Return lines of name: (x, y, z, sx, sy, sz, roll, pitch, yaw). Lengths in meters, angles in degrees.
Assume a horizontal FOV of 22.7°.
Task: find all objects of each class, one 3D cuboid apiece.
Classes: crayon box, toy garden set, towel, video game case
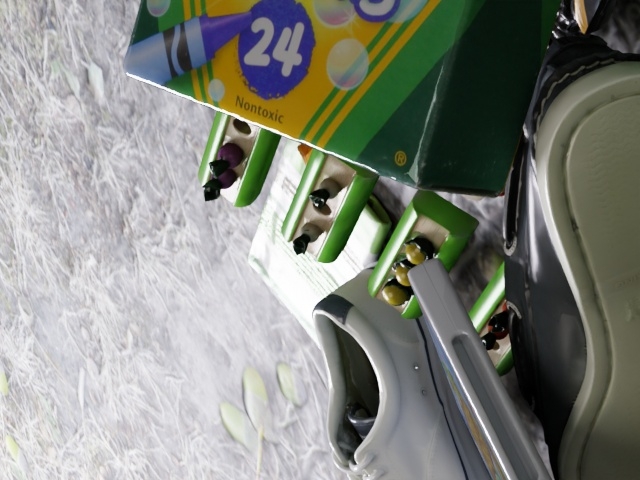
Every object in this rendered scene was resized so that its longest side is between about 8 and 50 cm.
crayon box: (0.035, -0.205, 0.785, 0.203, 0.083, 0.323, 23, 102, 36)
toy garden set: (0.038, -0.022, 0.958, 0.244, 0.049, 0.204, 33, 147, 5)
towel: (0.000, 0.000, 1.172, 0.113, 0.023, 0.152, 49, 141, 24)
video game case: (0.113, 0.135, 0.913, 0.212, 0.023, 0.193, 64, -179, -59)

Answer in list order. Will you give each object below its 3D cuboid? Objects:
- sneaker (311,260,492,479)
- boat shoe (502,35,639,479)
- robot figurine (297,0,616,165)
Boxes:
sneaker: (0.051, 0.145, 1.111, 0.094, 0.091, 0.258, -5, 104, 57)
boat shoe: (0.162, 0.042, 0.871, 0.113, 0.127, 0.340, -114, 4, -58)
robot figurine: (0.055, -0.155, 0.932, 0.211, 0.085, 0.291, 60, 147, 8)
